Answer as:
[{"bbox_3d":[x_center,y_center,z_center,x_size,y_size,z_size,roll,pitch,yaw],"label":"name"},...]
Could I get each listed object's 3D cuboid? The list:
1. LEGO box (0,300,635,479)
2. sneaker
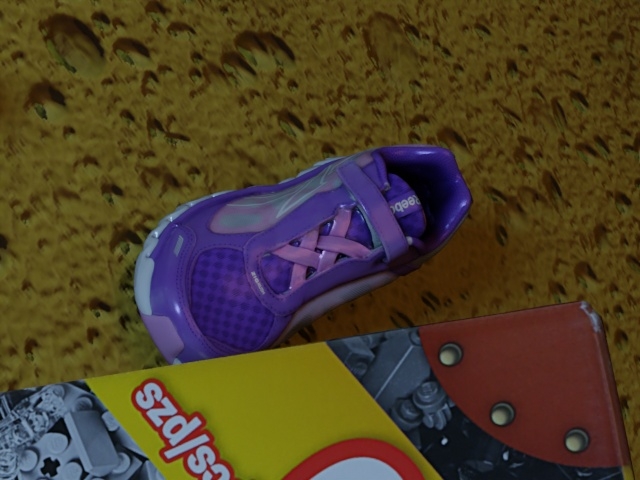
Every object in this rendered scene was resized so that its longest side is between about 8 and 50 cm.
[{"bbox_3d":[-0.047,0.306,0.637,0.193,0.372,0.500,71,10,-70],"label":"LEGO box"},{"bbox_3d":[0.000,0.000,1.046,0.236,0.104,0.095,-28,97,-46],"label":"sneaker"}]
